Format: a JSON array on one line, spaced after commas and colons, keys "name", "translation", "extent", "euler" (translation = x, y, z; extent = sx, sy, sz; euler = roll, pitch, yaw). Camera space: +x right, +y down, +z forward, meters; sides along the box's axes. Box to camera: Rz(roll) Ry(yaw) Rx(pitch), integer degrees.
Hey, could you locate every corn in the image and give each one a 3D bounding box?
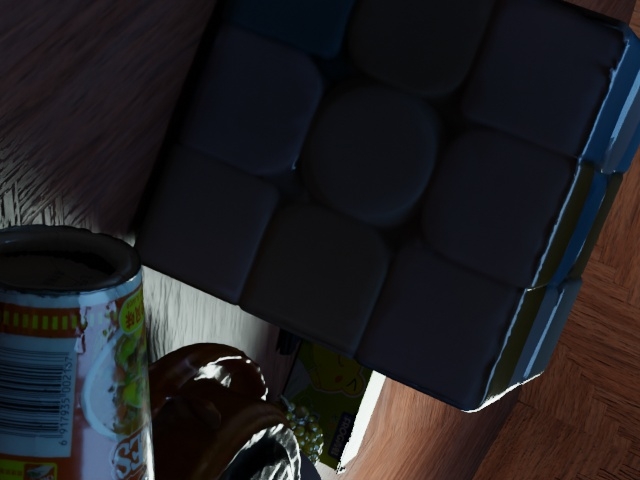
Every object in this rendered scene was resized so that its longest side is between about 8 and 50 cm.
[{"name": "corn", "translation": [-0.072, 0.336, 1.829], "extent": [0.101, 0.101, 0.310], "euler": [-21, 132, -67]}]

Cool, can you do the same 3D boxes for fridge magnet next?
[{"name": "fridge magnet", "translation": [-0.139, 0.280, 1.423], "extent": [0.363, 0.155, 0.363], "euler": [-47, 146, -47]}]

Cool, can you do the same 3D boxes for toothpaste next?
[{"name": "toothpaste", "translation": [0.039, 0.138, 1.875], "extent": [0.077, 0.110, 0.327], "euler": [-19, 131, -66]}]

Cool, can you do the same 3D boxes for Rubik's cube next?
[{"name": "Rubik's cube", "translation": [0.089, -0.075, 1.321], "extent": [0.346, 0.347, 0.344], "euler": [-67, 163, 7]}]

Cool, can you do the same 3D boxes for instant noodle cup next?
[{"name": "instant noodle cup", "translation": [-0.199, 0.107, 1.012], "extent": [0.193, 0.193, 0.212], "euler": [-34, 135, -60]}]

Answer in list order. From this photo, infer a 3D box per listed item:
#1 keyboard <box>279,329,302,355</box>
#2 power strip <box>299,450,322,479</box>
[{"name": "keyboard", "translation": [0.000, 0.000, 1.725], "extent": [0.101, 0.018, 0.309], "euler": [-46, 154, -53]}, {"name": "power strip", "translation": [-0.074, 0.316, 1.711], "extent": [0.078, 0.154, 0.154], "euler": [-15, 127, -66]}]
